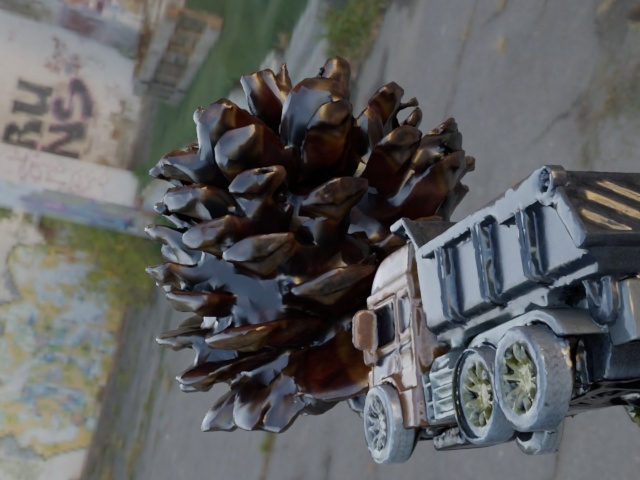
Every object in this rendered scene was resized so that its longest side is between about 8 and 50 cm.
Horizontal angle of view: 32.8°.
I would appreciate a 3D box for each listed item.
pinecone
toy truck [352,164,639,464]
[{"bbox_3d":[-0.002,-0.005,0.858,0.242,0.298,0.296,71,177,-68],"label":"pinecone"},{"bbox_3d":[0.078,0.029,0.396,0.192,0.083,0.092,138,129,-66],"label":"toy truck"}]
